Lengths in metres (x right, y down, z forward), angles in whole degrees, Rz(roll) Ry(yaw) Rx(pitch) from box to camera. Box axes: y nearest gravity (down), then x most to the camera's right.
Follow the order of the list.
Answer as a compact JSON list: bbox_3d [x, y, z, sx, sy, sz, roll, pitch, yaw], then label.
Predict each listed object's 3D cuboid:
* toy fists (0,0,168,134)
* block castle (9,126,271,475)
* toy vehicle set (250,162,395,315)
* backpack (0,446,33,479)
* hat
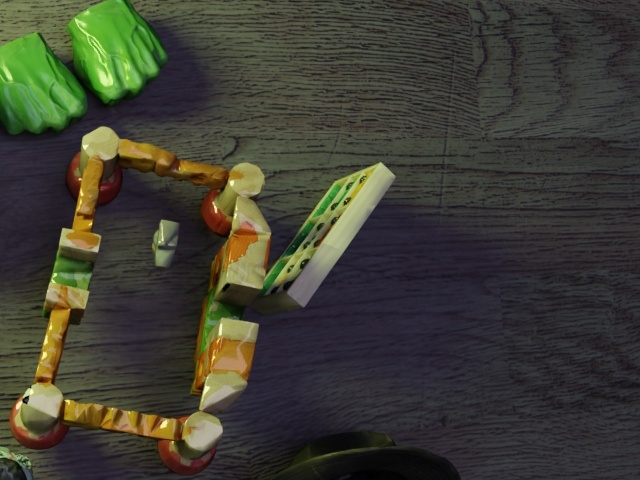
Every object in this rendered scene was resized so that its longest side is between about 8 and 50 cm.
[{"bbox_3d":[-0.362,-0.247,1.742,0.279,0.096,0.142,-29,85,-25],"label":"toy fists"},{"bbox_3d":[-0.251,0.089,1.681,0.303,0.213,0.453,12,70,-11],"label":"block castle"},{"bbox_3d":[0.000,0.000,1.832,0.035,0.166,0.267,42,67,-14],"label":"toy vehicle set"},{"bbox_3d":[-0.443,0.342,1.560,0.115,0.182,0.152,19,86,-18],"label":"backpack"},{"bbox_3d":[0.048,0.374,1.783,0.331,0.331,0.134,20,34,-21],"label":"hat"}]
